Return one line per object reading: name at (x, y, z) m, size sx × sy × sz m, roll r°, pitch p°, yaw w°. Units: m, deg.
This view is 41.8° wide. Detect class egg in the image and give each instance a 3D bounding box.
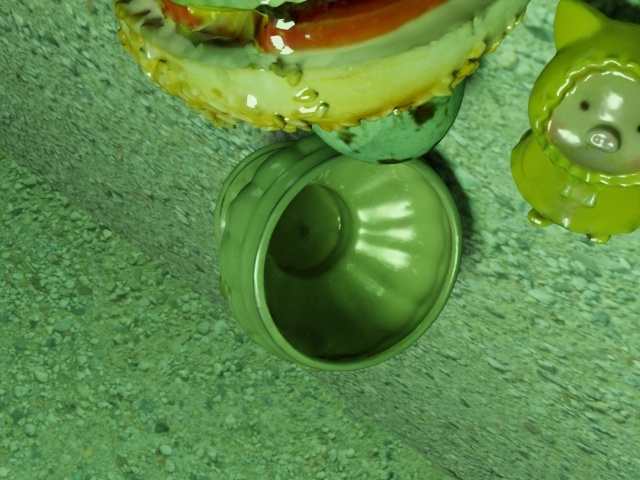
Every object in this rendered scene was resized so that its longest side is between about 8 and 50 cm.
egg at (0.042, -0.181, 0.803) m, size 0.231 × 0.169 × 0.169 m, roll 54°, pitch 154°, yaw -15°

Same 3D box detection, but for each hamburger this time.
hamburger at (-0.008, -0.242, 0.583) m, size 0.330 × 0.330 × 0.250 m, roll 23°, pitch 154°, yaw 34°

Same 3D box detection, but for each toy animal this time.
toy animal at (0.245, -0.087, 0.726) m, size 0.156 × 0.156 × 0.230 m, roll 31°, pitch 146°, yaw 18°

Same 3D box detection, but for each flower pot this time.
flower pot at (0.000, 0.000, 1.067) m, size 0.307 × 0.307 × 0.244 m, roll 52°, pitch 170°, yaw -28°
